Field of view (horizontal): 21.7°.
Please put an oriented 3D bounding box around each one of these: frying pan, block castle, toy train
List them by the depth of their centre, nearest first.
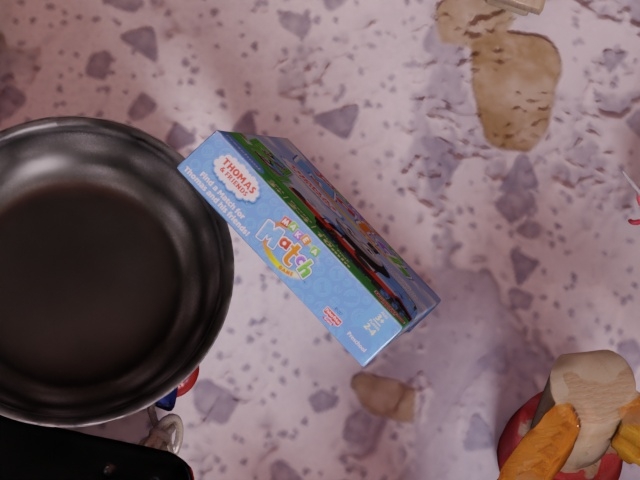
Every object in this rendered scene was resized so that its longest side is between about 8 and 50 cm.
[{"bbox_3d":[-0.205,0.050,0.996,0.326,0.053,0.197,-30,75,-14],"label":"frying pan"},{"bbox_3d":[0.138,0.322,1.010,0.303,0.213,0.453,35,69,14],"label":"block castle"},{"bbox_3d":[-0.156,0.074,1.091,0.143,0.105,0.248,6,76,6],"label":"toy train"}]

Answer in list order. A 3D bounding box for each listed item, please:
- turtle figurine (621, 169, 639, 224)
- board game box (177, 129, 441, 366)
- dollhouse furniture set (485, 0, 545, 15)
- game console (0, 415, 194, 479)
[{"bbox_3d":[0.316,-0.022,1.153,0.234,0.118,0.175,37,90,-13],"label":"turtle figurine"},{"bbox_3d":[0.000,0.000,1.065,0.039,0.211,0.160,-44,85,8],"label":"board game box"},{"bbox_3d":[0.070,-0.383,1.181,0.303,0.174,0.355,17,75,-2],"label":"dollhouse furniture set"},{"bbox_3d":[-0.266,0.241,0.911,0.387,0.060,0.342,15,56,-17],"label":"game console"}]
